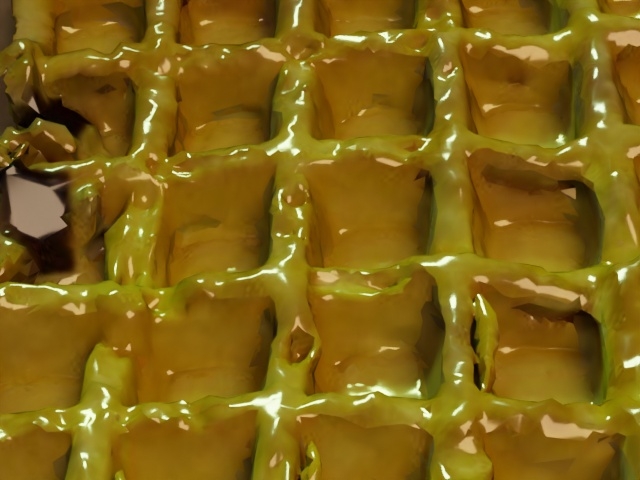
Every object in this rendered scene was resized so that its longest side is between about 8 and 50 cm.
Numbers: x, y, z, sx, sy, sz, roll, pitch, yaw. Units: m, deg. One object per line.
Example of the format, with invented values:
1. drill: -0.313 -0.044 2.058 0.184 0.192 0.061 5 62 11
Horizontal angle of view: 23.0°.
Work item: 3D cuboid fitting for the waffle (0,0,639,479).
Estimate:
1. waffle: 0.001 0.001 0.397 0.309 0.065 0.283 -37 55 -27
